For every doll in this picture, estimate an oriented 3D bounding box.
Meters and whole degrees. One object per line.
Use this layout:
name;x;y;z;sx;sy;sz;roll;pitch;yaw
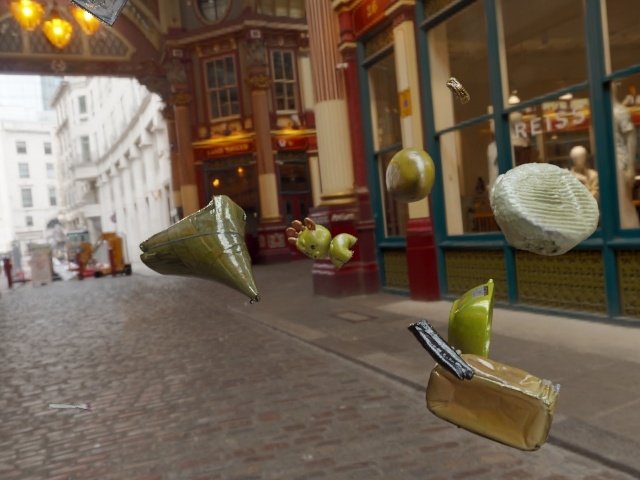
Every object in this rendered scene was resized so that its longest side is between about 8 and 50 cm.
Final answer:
doll;0.000;0.000;1.760;0.220;0.135;0.143;25;-37;-13

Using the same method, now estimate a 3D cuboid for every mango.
mango;0.219;-0.150;1.325;0.098;0.137;0.195;11;20;-14

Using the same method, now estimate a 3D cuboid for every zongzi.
zongzi;-0.240;0.060;1.118;0.228;0.256;0.115;-28;-29;11

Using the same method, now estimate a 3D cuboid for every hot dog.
hot dog;0.386;-0.426;1.566;0.030;0.090;0.034;-36;-18;10

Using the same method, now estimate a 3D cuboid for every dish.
dish;0.410;0.227;1.519;0.108;0.221;0.262;6;27;20

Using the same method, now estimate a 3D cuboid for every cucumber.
cucumber;0.180;0.168;0.846;0.033;0.034;0.135;-14;43;-24

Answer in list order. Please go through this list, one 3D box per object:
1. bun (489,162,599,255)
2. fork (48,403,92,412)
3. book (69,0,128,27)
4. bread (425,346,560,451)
bun;0.448;-0.057;1.152;0.220;0.220;0.134;-6;-35;-12
fork;-0.499;0.336;1.119;0.012;0.016;0.115;-45;-32;2
book;-0.578;-0.738;1.483;0.191;0.269;0.025;31;-4;-24
bread;0.340;0.314;1.112;0.241;0.136;0.107;14;19;25
